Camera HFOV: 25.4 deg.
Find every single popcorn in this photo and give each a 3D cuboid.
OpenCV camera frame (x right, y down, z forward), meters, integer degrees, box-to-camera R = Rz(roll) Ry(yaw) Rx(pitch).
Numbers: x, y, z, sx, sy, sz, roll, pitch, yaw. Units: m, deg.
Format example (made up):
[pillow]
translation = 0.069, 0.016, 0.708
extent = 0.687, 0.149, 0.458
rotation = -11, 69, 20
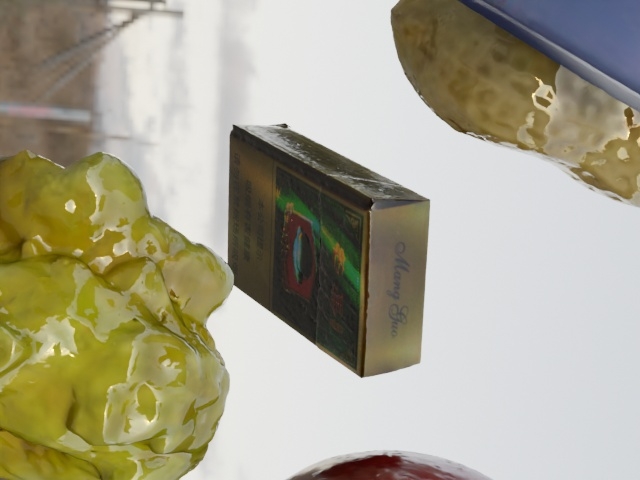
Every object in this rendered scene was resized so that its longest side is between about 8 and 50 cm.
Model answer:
[popcorn]
translation = -0.136, 0.052, 0.710
extent = 0.198, 0.197, 0.156
rotation = 108, -10, -56

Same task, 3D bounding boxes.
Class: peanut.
[peanut]
translation = 0.146, -0.090, 0.869
extent = 0.098, 0.229, 0.103
rotation = -69, -164, -8

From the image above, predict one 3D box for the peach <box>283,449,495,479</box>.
[peach]
translation = 0.046, 0.257, 0.968
extent = 0.245, 0.274, 0.249
rotation = 58, 7, -37

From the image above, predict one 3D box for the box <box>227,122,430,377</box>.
[box]
translation = 0.000, 0.000, 1.247
extent = 0.240, 0.071, 0.159
rotation = 31, -57, 52

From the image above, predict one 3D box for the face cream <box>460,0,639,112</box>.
[face cream]
translation = 0.181, -0.163, 0.616
extent = 0.225, 0.249, 0.249
rotation = -58, -164, 8
